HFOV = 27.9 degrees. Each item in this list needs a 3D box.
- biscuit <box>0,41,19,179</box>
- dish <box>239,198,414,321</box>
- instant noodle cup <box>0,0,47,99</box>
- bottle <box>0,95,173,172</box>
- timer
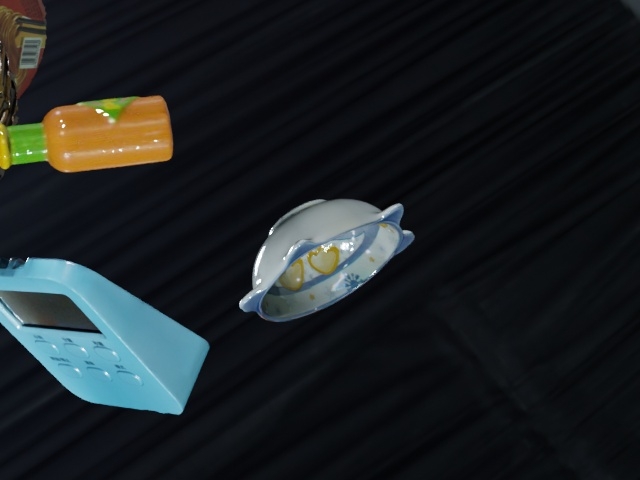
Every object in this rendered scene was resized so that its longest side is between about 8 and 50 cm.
[{"bbox_3d":[-0.447,-0.161,1.349,0.040,0.318,0.317,-11,111,38],"label":"biscuit"},{"bbox_3d":[0.000,0.000,1.589,0.228,0.236,0.086,-49,63,36],"label":"dish"},{"bbox_3d":[-0.505,-0.272,1.728,0.091,0.274,0.274,39,148,35],"label":"instant noodle cup"},{"bbox_3d":[-0.240,-0.100,1.260,0.069,0.187,0.069,171,90,-72],"label":"bottle"},{"bbox_3d":[-0.288,0.107,1.537,0.232,0.091,0.250,1,149,44],"label":"timer"}]
